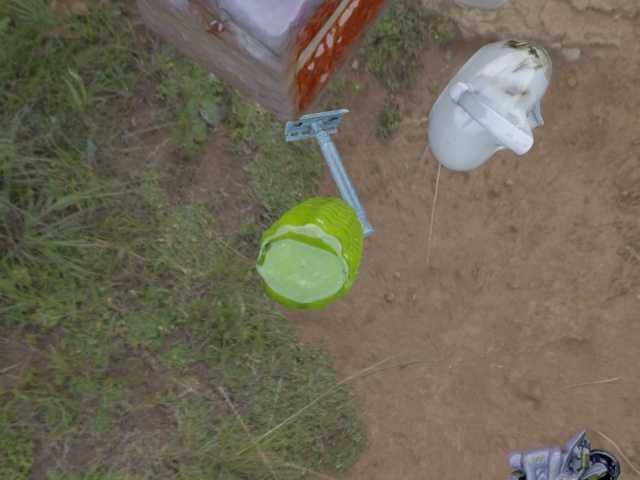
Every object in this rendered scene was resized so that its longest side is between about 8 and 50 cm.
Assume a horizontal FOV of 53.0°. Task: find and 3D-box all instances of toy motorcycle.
[{"bbox_3d":[0.416,0.431,1.167,0.152,0.073,0.225,45,107,18],"label":"toy motorcycle"}]

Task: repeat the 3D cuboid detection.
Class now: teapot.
[{"bbox_3d":[0.240,-0.177,0.890,0.139,0.298,0.204,44,118,8],"label":"teapot"}]

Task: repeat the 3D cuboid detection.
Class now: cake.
[{"bbox_3d":[-0.036,-0.318,0.675,0.230,0.237,0.309,38,79,4],"label":"cake"}]

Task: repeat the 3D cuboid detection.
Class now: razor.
[{"bbox_3d":[0.030,-0.110,1.076,0.106,0.068,0.232,-14,71,-25],"label":"razor"}]

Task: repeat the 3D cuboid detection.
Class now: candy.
[{"bbox_3d":[0.000,0.000,0.652,0.096,0.209,0.097,3,106,10],"label":"candy"}]

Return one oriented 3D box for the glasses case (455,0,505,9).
[{"bbox_3d":[0.174,-0.302,0.625,0.083,0.196,0.050,17,76,1],"label":"glasses case"}]
